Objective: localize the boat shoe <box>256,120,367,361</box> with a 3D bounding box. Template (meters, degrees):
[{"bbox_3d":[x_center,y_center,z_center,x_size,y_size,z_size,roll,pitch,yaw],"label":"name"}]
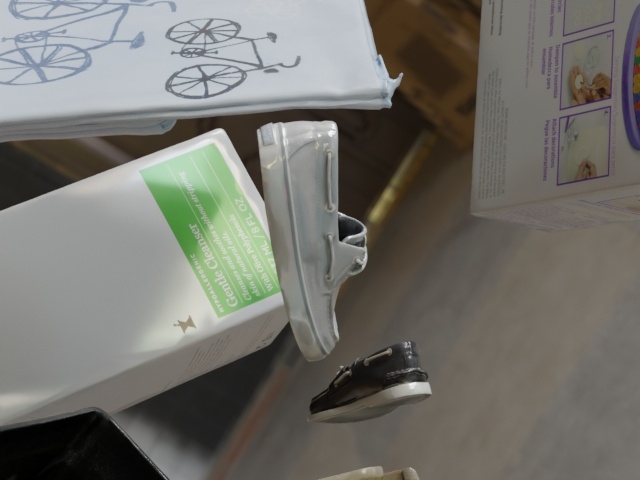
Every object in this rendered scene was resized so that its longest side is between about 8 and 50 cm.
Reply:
[{"bbox_3d":[0.000,0.000,1.154,0.066,0.063,0.184,-98,-2,-62],"label":"boat shoe"}]

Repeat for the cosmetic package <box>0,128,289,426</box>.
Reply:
[{"bbox_3d":[-0.221,0.061,1.620,0.366,0.197,0.155,-24,-14,-28],"label":"cosmetic package"}]

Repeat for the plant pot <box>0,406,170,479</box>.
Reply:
[{"bbox_3d":[-0.166,0.231,1.057,0.167,0.188,0.187,-47,-14,13],"label":"plant pot"}]

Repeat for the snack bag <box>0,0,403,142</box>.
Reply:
[{"bbox_3d":[-0.119,-0.152,1.372,0.323,0.343,0.037,-98,3,-65],"label":"snack bag"}]

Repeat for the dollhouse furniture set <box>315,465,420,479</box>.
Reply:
[{"bbox_3d":[0.038,0.384,1.461,0.303,0.174,0.355,64,-167,-76],"label":"dollhouse furniture set"}]

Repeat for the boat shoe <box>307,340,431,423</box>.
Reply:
[{"bbox_3d":[0.029,0.095,1.129,0.125,0.046,0.038,-31,63,60],"label":"boat shoe"}]

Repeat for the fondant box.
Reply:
[{"bbox_3d":[0.254,-0.144,1.230,0.330,0.096,0.238,-11,71,53],"label":"fondant box"}]
